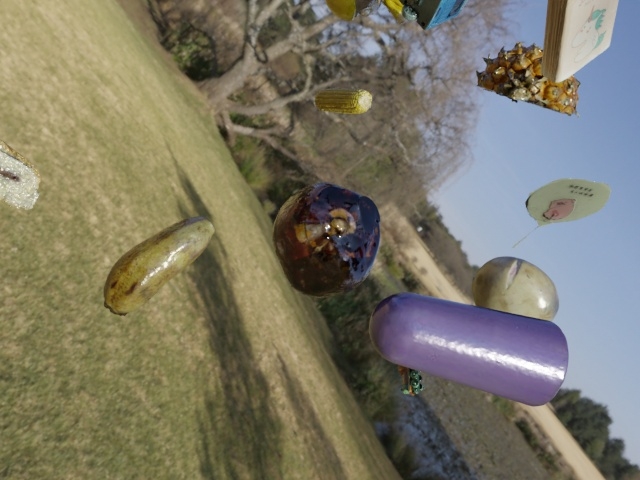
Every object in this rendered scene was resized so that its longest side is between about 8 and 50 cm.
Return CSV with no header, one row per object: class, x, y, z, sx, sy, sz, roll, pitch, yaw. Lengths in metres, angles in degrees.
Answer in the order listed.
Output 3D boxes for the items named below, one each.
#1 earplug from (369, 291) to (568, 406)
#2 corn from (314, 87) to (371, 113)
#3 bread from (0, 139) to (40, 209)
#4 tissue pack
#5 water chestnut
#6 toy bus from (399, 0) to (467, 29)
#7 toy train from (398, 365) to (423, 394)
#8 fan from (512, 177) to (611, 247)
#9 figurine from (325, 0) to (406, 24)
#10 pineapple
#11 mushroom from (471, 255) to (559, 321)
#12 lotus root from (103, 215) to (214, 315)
earplug,0.335,0.241,1.392,0.457,0.215,0.215,16,13,-12
corn,0.072,-0.447,1.871,0.248,0.081,0.081,22,-22,53
bread,-0.517,-0.114,0.949,0.125,0.082,0.106,41,-6,-38
tissue pack,0.541,-0.494,1.202,0.071,0.170,0.325,49,-8,33
water chestnut,0.000,0.000,1.719,0.335,0.335,0.347,50,-30,-22
toy bus,0.206,-0.581,1.247,0.246,0.134,0.113,57,-25,15
toy train,0.258,0.395,1.682,0.044,0.064,0.103,50,32,-45
fan,0.523,-0.051,1.341,0.310,0.182,0.010,116,-19,-58
figurine,0.183,-0.785,1.839,0.187,0.344,0.214,91,9,-56
pineapple,0.644,-0.518,1.768,0.345,0.208,0.286,23,18,20
mushroom,0.549,0.155,1.676,0.255,0.184,0.254,33,-40,32
lotus root,-0.323,0.040,1.144,0.110,0.258,0.097,35,-17,43
